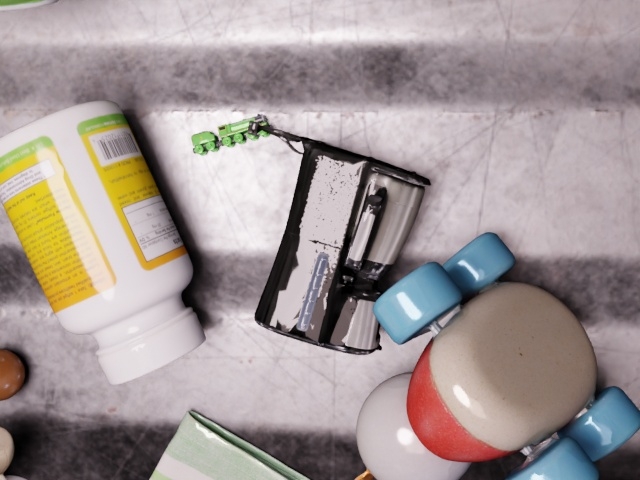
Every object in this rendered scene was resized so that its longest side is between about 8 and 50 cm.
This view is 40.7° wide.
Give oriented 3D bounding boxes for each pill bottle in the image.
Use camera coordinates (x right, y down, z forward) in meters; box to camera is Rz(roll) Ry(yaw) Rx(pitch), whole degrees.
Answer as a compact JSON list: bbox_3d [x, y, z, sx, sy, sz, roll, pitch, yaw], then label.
[{"bbox_3d":[-0.205,0.005,0.819,0.136,0.136,0.245,-24,93,9],"label":"pill bottle"}]

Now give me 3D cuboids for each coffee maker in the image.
[{"bbox_3d":[0.000,0.000,0.817,0.171,0.120,0.178,22,99,28],"label":"coffee maker"}]

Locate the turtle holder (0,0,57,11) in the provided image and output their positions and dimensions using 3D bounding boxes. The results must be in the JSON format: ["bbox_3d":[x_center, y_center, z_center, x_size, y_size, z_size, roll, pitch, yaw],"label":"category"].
[{"bbox_3d":[-0.257,-0.322,0.741,0.320,0.227,0.243,-10,94,7],"label":"turtle holder"}]

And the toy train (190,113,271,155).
[{"bbox_3d":[-0.089,-0.105,0.853,0.083,0.017,0.023,-15,84,9],"label":"toy train"}]

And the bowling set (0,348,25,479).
[{"bbox_3d":[-0.377,0.218,0.875,0.287,0.200,0.154,43,136,8],"label":"bowling set"}]

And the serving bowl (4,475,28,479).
[{"bbox_3d":[-0.336,0.297,0.926,0.083,0.027,0.083,1,98,7],"label":"serving bowl"}]

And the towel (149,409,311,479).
[{"bbox_3d":[-0.108,0.376,0.903,0.248,0.038,0.325,30,100,4],"label":"towel"}]

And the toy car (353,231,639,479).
[{"bbox_3d":[0.120,0.155,0.801,0.219,0.210,0.238,53,129,12],"label":"toy car"}]
